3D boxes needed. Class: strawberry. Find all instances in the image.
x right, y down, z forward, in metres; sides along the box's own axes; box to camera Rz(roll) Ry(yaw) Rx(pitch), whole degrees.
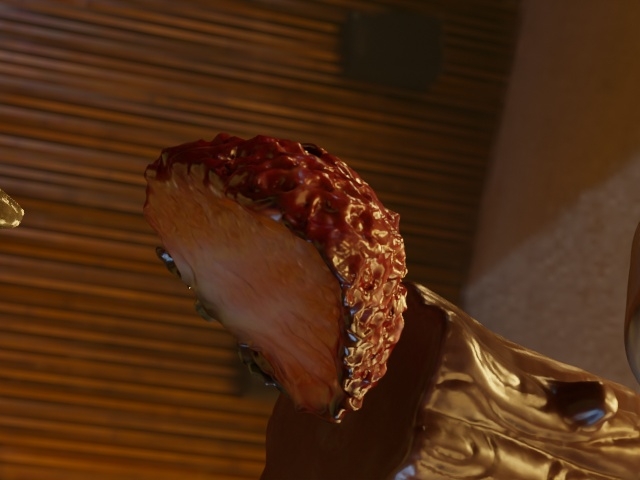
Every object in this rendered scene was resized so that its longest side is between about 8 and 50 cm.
[{"bbox_3d":[0.000,0.000,1.101,0.190,0.111,0.236,55,-20,-3],"label":"strawberry"}]

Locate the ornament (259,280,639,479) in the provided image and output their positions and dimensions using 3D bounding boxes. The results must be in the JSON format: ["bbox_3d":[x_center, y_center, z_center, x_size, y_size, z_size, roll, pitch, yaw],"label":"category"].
[{"bbox_3d":[0.102,0.147,1.325,0.221,0.218,0.235,-50,-147,31],"label":"ornament"}]

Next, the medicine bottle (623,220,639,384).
[{"bbox_3d":[0.255,0.019,1.243,0.252,0.114,0.114,-65,173,-67],"label":"medicine bottle"}]

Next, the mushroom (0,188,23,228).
[{"bbox_3d":[-0.356,-0.029,1.372,0.217,0.292,0.212,-28,-109,45],"label":"mushroom"}]
